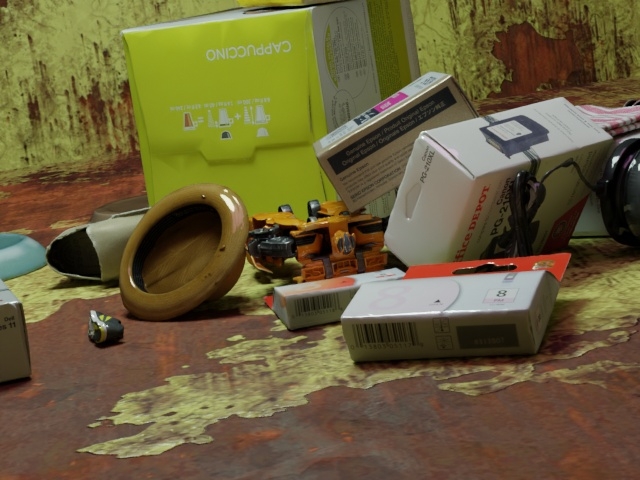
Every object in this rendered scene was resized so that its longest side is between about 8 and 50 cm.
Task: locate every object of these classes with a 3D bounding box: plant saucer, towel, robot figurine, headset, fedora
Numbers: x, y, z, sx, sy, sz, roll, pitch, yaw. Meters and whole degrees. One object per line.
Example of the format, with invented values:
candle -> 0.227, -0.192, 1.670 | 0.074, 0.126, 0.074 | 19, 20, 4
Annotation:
plant saucer -> -0.264, -0.050, 2.526 | 0.277, 0.041, 0.278 | -7, 10, 1
towel -> 0.345, -0.155, 1.911 | 0.197, 0.029, 0.144 | -18, 16, -39
robot figurine -> 0.000, 0.000, 1.895 | 0.211, 0.085, 0.291 | -11, 9, -12
headset -> 0.399, -0.025, 1.703 | 0.394, 0.185, 0.243 | 5, 2, -16
plant saucer -> -0.574, 0.035, 2.283 | 0.317, 0.044, 0.317 | -8, 9, 1
fedora -> -0.154, 0.025, 1.809 | 0.194, 0.194, 0.079 | -1, -28, 35

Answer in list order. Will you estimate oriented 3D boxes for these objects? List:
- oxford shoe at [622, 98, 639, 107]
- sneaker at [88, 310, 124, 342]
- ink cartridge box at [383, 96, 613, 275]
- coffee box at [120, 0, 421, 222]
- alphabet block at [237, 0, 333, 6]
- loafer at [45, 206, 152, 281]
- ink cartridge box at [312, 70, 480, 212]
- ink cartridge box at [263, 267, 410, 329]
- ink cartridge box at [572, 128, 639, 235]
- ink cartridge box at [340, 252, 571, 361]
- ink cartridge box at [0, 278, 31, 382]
oxford shoe -> 0.488, -0.151, 2.220 | 0.130, 0.133, 0.363 | -10, 10, -9
sneaker -> -0.245, 0.101, 1.701 | 0.035, 0.031, 0.083 | 3, 11, -18
ink cartridge box -> 0.209, -0.058, 1.758 | 0.237, 0.172, 0.100 | -16, 47, -36
coffee box -> -0.057, -0.192, 2.287 | 0.337, 0.338, 0.334 | -2, 12, 30
alphabet block -> -0.003, -0.444, 2.154 | 0.197, 0.193, 0.192 | -13, 12, -32
loafer -> -0.265, 0.013, 2.024 | 0.268, 0.102, 0.092 | -13, 7, 32
ink cartridge box -> 0.092, -0.128, 1.872 | 0.193, 0.088, 0.235 | -32, 7, 2
ink cartridge box -> 0.016, 0.054, 1.705 | 0.145, 0.045, 0.179 | -9, 13, -10
ink cartridge box -> 0.323, -0.088, 2.002 | 0.307, 0.129, 0.223 | -1, 12, 32
ink cartridge box -> 0.143, 0.046, 1.504 | 0.189, 0.066, 0.232 | -5, 26, 21
ink cartridge box -> -0.407, 0.104, 1.627 | 0.153, 0.087, 0.208 | -11, 10, -17
